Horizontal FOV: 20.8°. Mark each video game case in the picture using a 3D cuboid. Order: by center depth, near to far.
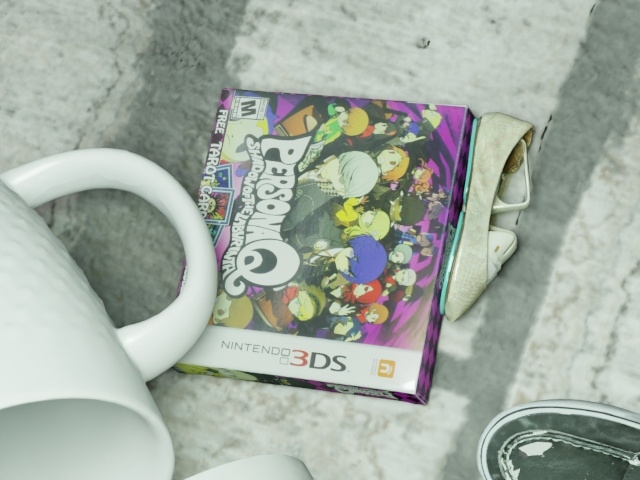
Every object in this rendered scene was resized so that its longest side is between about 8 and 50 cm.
[{"bbox_3d":[0.000,0.000,1.350,0.210,0.042,0.232,7,75,20],"label":"video game case"}]

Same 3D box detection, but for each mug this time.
[{"bbox_3d":[-0.255,0.065,1.305,0.374,0.276,0.328,-28,55,-8],"label":"mug"}]

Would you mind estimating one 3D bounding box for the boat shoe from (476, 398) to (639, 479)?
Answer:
[{"bbox_3d":[0.233,0.197,1.160,0.306,0.105,0.113,31,98,23],"label":"boat shoe"}]

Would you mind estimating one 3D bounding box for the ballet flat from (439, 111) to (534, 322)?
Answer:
[{"bbox_3d":[0.128,-0.018,1.305,0.052,0.057,0.168,9,76,12],"label":"ballet flat"}]

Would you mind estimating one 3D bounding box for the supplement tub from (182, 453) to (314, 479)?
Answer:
[{"bbox_3d":[-0.022,0.324,1.147,0.228,0.228,0.316,-34,65,6],"label":"supplement tub"}]
